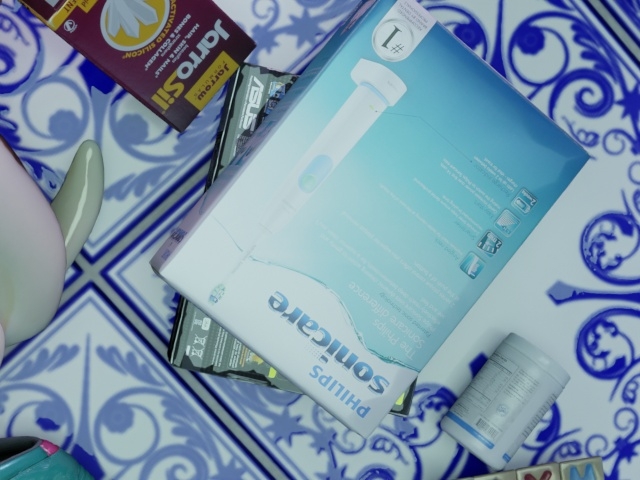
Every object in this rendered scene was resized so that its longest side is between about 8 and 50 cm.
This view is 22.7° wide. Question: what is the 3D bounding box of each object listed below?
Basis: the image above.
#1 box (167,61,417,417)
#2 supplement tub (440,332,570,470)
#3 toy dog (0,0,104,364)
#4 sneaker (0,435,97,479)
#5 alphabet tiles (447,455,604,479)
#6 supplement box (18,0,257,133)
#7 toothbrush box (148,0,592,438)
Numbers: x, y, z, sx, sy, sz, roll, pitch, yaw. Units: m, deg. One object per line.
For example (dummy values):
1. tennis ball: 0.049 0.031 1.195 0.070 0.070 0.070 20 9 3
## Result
1. box: 0.000 0.000 1.390 0.216 0.060 0.270 12 90 -10
2. supplement tub: 0.163 0.143 1.414 0.071 0.071 0.107 39 85 -8
3. toy dog: -0.321 -0.069 1.164 0.395 0.284 0.408 -19 129 -26
4. sneaker: -0.314 0.259 1.314 0.295 0.124 0.178 -33 102 -14
5. alphabet tiles: 0.145 0.303 1.395 0.237 0.009 0.198 -8 94 -10
6. supplement box: -0.151 -0.183 1.293 0.104 0.081 0.188 -50 141 0
7. toothbrush box: 0.036 -0.024 1.299 0.216 0.126 0.295 38 85 -9
